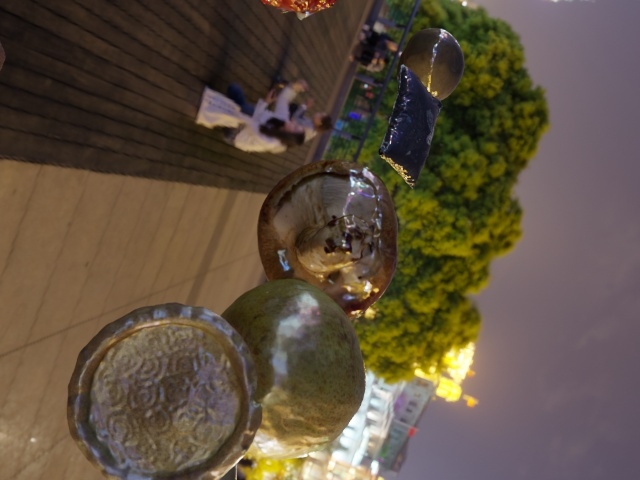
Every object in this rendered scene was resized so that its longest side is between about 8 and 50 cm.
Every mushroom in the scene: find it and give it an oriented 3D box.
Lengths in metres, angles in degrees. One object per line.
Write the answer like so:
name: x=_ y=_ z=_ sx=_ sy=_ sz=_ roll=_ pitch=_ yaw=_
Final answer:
mushroom: x=0.004 y=-0.013 z=1.084 sx=0.267 sy=0.267 sz=0.254 roll=-67 pitch=151 yaw=-22

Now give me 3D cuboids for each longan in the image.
longan: x=0.262 y=-0.418 z=1.549 sx=0.187 sy=0.168 sz=0.167 roll=66 pitch=43 yaw=-61

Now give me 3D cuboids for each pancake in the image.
pancake: x=-0.151 y=0.157 z=0.630 sx=0.021 sy=0.199 sz=0.199 roll=-90 pitch=-158 yaw=-84

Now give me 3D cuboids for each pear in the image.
pear: x=-0.048 y=0.156 z=0.818 sx=0.211 sy=0.188 sz=0.228 roll=31 pitch=43 yaw=-60

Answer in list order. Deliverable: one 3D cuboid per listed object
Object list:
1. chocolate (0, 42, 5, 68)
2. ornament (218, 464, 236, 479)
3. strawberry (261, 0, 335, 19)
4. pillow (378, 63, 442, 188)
chocolate: x=-0.668 y=-0.260 z=1.168 sx=0.112 sy=0.112 sz=0.321 roll=91 pitch=5 yaw=-68
ornament: x=-0.158 y=0.285 z=1.002 sx=0.245 sy=0.061 sz=0.230 roll=109 pitch=-18 yaw=-71
strawberry: x=-0.035 y=-0.558 z=1.122 sx=0.343 sy=0.292 sz=0.292 roll=111 pitch=1 yaw=-88
pillow: x=0.175 y=-0.218 z=1.243 sx=0.055 sy=0.141 sz=0.208 roll=-4 pitch=-119 yaw=44
